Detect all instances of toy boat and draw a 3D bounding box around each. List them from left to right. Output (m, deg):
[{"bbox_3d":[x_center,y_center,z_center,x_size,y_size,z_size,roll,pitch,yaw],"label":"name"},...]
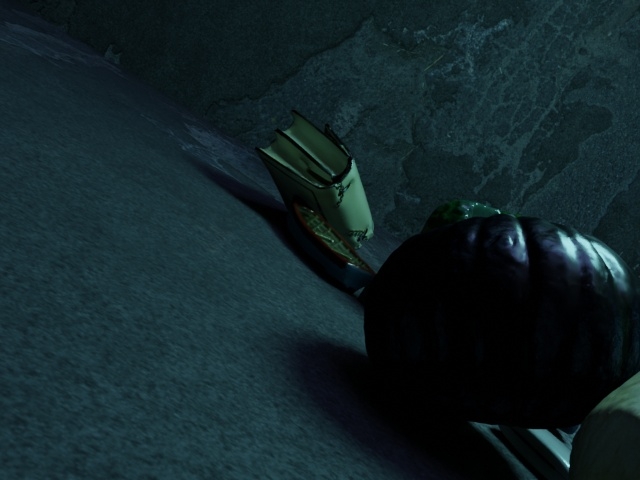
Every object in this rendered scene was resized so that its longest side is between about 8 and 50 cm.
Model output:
[{"bbox_3d":[0.000,0.000,1.647,0.136,0.079,0.392,26,10,-31],"label":"toy boat"}]

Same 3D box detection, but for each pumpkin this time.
[{"bbox_3d":[0.236,0.111,1.006,0.364,0.266,0.363,5,-11,1],"label":"pumpkin"}]

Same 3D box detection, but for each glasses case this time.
[{"bbox_3d":[0.333,0.313,1.111,0.076,0.049,0.197,27,9,-35],"label":"glasses case"}]

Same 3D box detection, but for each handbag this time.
[{"bbox_3d":[0.008,-0.136,1.886,0.237,0.160,0.358,41,-10,25],"label":"handbag"}]

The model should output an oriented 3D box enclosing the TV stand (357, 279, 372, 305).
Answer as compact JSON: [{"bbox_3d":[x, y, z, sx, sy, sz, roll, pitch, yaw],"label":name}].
[{"bbox_3d":[0.184,0.149,1.559,0.256,0.049,0.040,27,10,-35],"label":"TV stand"}]

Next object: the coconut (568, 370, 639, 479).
[{"bbox_3d":[0.432,0.256,0.807,0.329,0.328,0.329,32,8,-5],"label":"coconut"}]

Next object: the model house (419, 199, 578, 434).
[{"bbox_3d":[0.380,0.136,1.428,0.382,0.334,0.342,16,13,-32],"label":"model house"}]
